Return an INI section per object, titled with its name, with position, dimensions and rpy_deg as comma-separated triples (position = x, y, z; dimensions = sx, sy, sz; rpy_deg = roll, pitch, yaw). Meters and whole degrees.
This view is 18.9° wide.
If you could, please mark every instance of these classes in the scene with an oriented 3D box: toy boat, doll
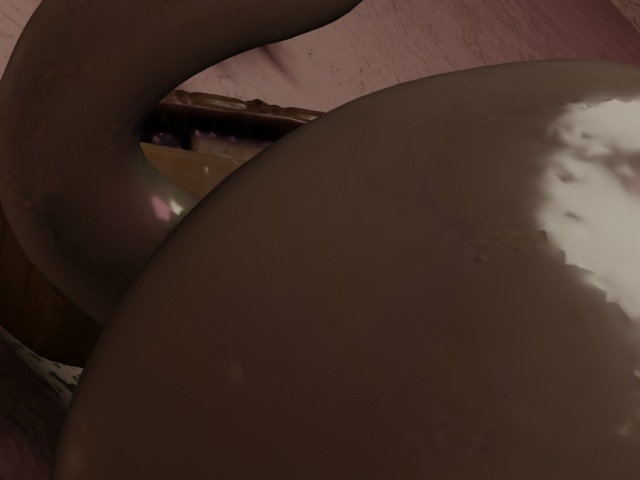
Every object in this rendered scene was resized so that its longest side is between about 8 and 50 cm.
[toy boat]
position = 0.000, 0.000, 0.552
dimensions = 0.226, 0.068, 0.088
rpy_deg = 7, 49, -10
[doll]
position = 0.056, 0.106, 0.382
dimensions = 0.226, 0.215, 0.370
rpy_deg = 22, 27, -33
